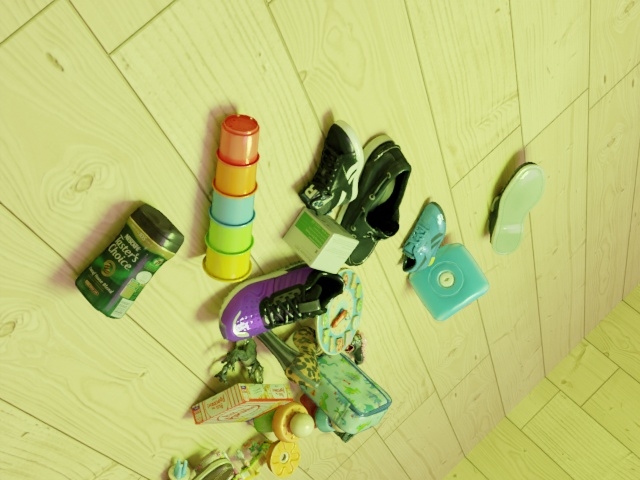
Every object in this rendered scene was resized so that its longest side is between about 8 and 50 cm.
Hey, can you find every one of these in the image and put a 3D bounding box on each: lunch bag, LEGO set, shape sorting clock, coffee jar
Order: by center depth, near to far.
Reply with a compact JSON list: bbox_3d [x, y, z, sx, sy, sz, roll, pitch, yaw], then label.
[{"bbox_3d":[-0.312,0.033,1.406,0.184,0.096,0.079,-50,152,2],"label":"coffee jar"},{"bbox_3d":[0.049,0.168,1.996,0.206,0.040,0.206,-33,131,-49],"label":"shape sorting clock"},{"bbox_3d":[0.062,0.374,2.136,0.176,0.219,0.090,-2,128,-54],"label":"lunch bag"},{"bbox_3d":[-0.222,0.562,2.153,0.287,0.107,0.132,-32,-179,-32],"label":"LEGO set"}]

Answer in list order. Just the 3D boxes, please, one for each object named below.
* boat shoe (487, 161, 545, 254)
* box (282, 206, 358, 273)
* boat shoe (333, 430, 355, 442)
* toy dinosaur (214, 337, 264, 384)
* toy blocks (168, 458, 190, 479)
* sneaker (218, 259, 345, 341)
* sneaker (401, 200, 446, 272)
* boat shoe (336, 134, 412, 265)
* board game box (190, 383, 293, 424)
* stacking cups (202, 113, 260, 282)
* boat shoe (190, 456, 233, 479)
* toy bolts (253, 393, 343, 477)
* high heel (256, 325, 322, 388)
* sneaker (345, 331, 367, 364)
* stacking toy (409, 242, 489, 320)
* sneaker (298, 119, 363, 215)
[{"bbox_3d":[0.512,-0.099,2.288,0.114,0.091,0.302,5,131,-14],"label":"boat shoe"},{"bbox_3d":[0.000,0.000,1.748,0.087,0.101,0.102,-55,147,13],"label":"box"},{"bbox_3d":[0.105,0.493,2.457,0.183,0.083,0.065,-50,149,5],"label":"boat shoe"},{"bbox_3d":[-0.174,0.245,1.853,0.118,0.064,0.268,-48,153,-35],"label":"toy dinosaur"},{"bbox_3d":[-0.364,0.580,2.004,0.123,0.054,0.148,-21,140,-38],"label":"toy blocks"},{"bbox_3d":[-0.067,0.123,1.739,0.293,0.146,0.102,-29,118,-35],"label":"sneaker"},{"bbox_3d":[0.248,-0.001,2.088,0.082,0.069,0.209,-21,140,-31],"label":"sneaker"},{"bbox_3d":[0.122,-0.056,1.823,0.127,0.113,0.340,-18,138,-40],"label":"boat shoe"},{"bbox_3d":[-0.177,0.373,1.953,0.146,0.045,0.193,-30,157,26],"label":"board game box"},{"bbox_3d":[-0.145,-0.071,1.497,0.096,0.096,0.316,-22,140,-36],"label":"stacking cups"},{"bbox_3d":[-0.287,0.633,2.014,0.257,0.095,0.095,-48,150,-1],"label":"boat shoe"},{"bbox_3d":[-0.025,0.487,2.146,0.228,0.158,0.218,-16,104,-41],"label":"toy bolts"},{"bbox_3d":[-0.020,0.282,1.961,0.093,0.186,0.261,-54,149,11],"label":"high heel"},{"bbox_3d":[0.090,0.290,2.255,0.057,0.047,0.119,-18,137,-17],"label":"sneaker"},{"bbox_3d":[0.366,0.124,2.320,0.175,0.166,0.302,-35,162,9],"label":"stacking toy"},{"bbox_3d":[0.014,-0.124,1.646,0.121,0.079,0.217,-35,149,-22],"label":"sneaker"}]
